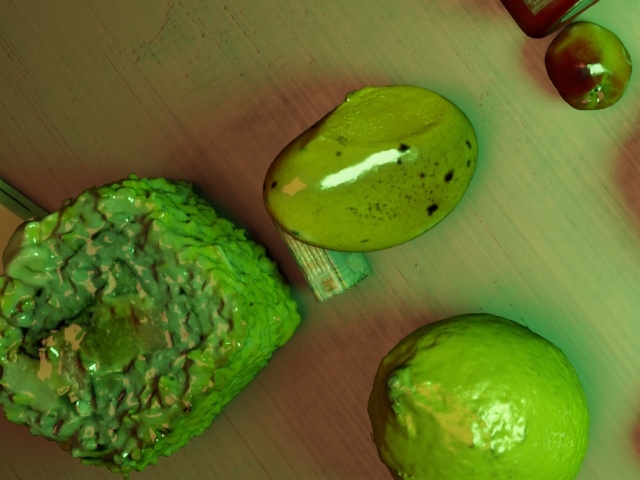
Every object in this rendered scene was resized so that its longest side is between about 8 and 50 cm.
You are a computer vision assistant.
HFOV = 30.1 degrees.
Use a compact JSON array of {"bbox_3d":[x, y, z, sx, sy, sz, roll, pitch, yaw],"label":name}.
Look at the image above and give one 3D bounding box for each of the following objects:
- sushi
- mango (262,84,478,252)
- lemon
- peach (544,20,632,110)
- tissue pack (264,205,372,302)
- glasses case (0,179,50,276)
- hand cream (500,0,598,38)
[{"bbox_3d":[-0.261,0.108,1.613,0.351,0.240,0.396,46,109,8],"label":"sushi"},{"bbox_3d":[0.057,-0.076,1.458,0.160,0.290,0.191,50,146,39],"label":"mango"},{"bbox_3d":[0.189,0.212,1.431,0.253,0.310,0.254,-20,58,35],"label":"lemon"},{"bbox_3d":[0.319,-0.210,1.420,0.100,0.100,0.101,3,99,21],"label":"peach"},{"bbox_3d":[0.000,0.000,1.563,0.060,0.108,0.148,-30,87,24],"label":"tissue pack"},{"bbox_3d":[-0.515,-0.031,1.778,0.312,0.070,0.131,33,108,13],"label":"glasses case"},{"bbox_3d":[0.286,-0.344,1.339,0.230,0.230,0.149,-37,85,22],"label":"hand cream"}]
